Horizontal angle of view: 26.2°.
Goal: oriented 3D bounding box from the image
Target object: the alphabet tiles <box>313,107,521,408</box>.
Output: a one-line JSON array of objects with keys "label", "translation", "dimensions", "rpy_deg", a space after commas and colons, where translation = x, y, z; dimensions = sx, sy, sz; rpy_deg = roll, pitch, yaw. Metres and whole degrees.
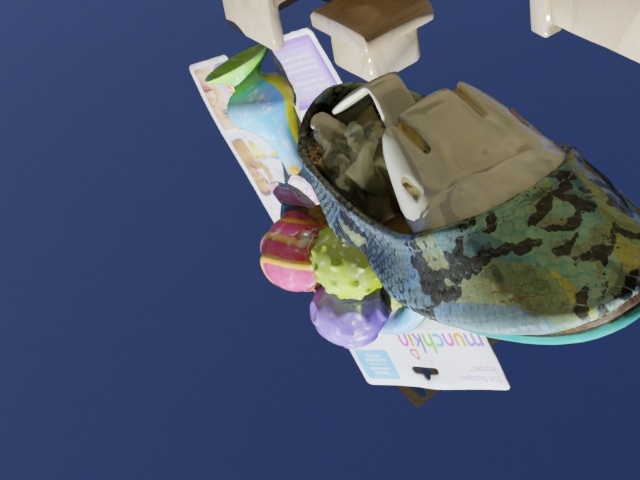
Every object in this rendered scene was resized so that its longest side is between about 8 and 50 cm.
[{"label": "alphabet tiles", "translation": [0.114, 0.004, 1.206], "dimensions": [0.237, 0.198, 0.009], "rpy_deg": [-40, -165, 3]}]

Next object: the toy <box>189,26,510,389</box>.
[{"label": "toy", "translation": [0.000, 0.000, 0.795], "dimensions": [0.056, 0.237, 0.137], "rpy_deg": [-36, -164, -30]}]

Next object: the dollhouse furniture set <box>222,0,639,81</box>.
[{"label": "dollhouse furniture set", "translation": [0.154, -0.178, 0.656], "dimensions": [0.303, 0.174, 0.355], "rpy_deg": [-32, -137, -25]}]

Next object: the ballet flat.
[{"label": "ballet flat", "translation": [0.034, -0.019, 0.416], "dimensions": [0.070, 0.070, 0.188], "rpy_deg": [-36, -161, -11]}]
